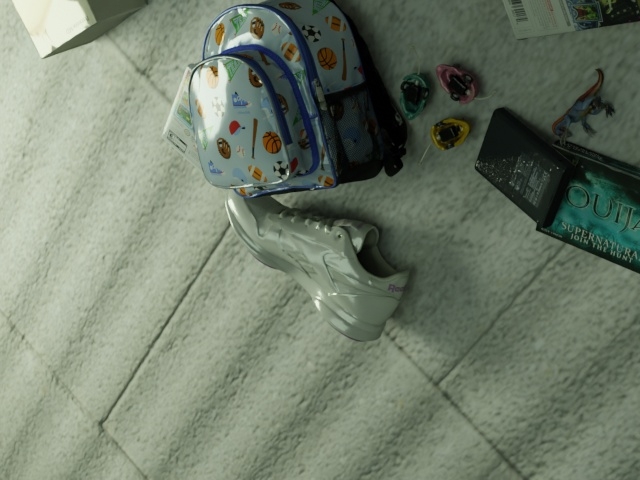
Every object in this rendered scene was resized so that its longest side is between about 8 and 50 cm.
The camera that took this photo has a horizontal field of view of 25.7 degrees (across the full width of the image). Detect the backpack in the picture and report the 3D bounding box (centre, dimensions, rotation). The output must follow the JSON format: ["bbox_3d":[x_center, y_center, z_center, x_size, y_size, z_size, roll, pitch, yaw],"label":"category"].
[{"bbox_3d":[-0.055,-0.193,1.871,0.276,0.213,0.264,-4,97,44],"label":"backpack"}]

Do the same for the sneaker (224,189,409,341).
[{"bbox_3d":[0.000,0.000,1.993,0.305,0.114,0.152,40,117,12],"label":"sneaker"}]

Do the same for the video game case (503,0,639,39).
[{"bbox_3d":[0.281,-0.346,1.574,0.210,0.042,0.232,-4,123,37],"label":"video game case"}]

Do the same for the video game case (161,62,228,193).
[{"bbox_3d":[-0.161,-0.163,2.089,0.157,0.019,0.143,41,131,18],"label":"video game case"}]

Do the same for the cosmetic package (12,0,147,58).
[{"bbox_3d":[-0.406,-0.448,2.089,0.160,0.113,0.310,-24,94,43],"label":"cosmetic package"}]

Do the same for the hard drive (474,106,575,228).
[{"bbox_3d":[0.253,-0.092,1.755,0.135,0.022,0.094,45,135,35],"label":"hard drive"}]

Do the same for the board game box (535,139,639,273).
[{"bbox_3d":[0.359,-0.036,1.717,0.186,0.026,0.126,24,125,29],"label":"board game box"}]

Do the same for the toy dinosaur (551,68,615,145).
[{"bbox_3d":[0.315,-0.154,1.702,0.082,0.047,0.090,-6,73,50],"label":"toy dinosaur"}]

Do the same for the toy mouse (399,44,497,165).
[{"bbox_3d":[0.155,-0.191,1.806,0.161,0.031,0.143,-27,93,43],"label":"toy mouse"}]
